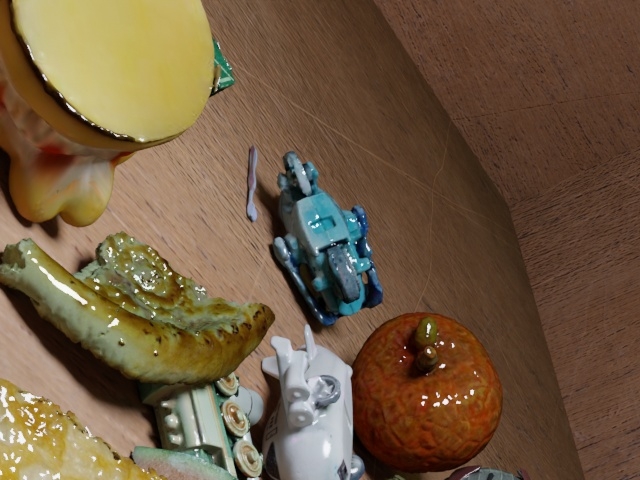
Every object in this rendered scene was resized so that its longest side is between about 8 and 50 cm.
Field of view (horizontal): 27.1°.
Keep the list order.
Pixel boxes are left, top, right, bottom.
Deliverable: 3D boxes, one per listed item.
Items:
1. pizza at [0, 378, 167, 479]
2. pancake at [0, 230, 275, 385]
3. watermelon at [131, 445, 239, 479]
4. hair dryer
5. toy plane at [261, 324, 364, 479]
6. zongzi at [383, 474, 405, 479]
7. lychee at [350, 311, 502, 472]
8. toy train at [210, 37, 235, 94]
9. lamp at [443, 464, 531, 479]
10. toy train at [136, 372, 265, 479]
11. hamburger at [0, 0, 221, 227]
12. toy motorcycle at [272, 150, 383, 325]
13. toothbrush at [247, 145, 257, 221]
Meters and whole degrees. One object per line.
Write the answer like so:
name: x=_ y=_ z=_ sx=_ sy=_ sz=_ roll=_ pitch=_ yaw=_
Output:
pizza: x=-0.179 y=0.344 z=1.079 sx=0.435 sy=0.080 sz=0.392 roll=40 pitch=32 yaw=-36
pancake: x=-0.181 y=0.061 z=1.419 sx=0.376 sy=0.054 sz=0.197 roll=15 pitch=39 yaw=-52
watermelon: x=-0.120 y=0.275 z=1.347 sx=0.080 sy=0.155 sz=0.101 roll=-63 pitch=148 yaw=-56
hair dryer: x=-0.098 y=0.238 z=1.582 sx=0.082 sy=0.047 sz=0.137 roll=29 pitch=46 yaw=-61
toy plane: x=-0.015 y=0.229 z=1.701 sx=0.267 sy=0.122 sz=0.267 roll=-12 pitch=90 yaw=-84
zongzi: x=0.095 y=0.439 z=1.743 sx=0.221 sy=0.112 sz=0.242 roll=66 pitch=18 yaw=2
lychee: x=0.153 y=0.230 z=2.007 sx=0.300 sy=0.255 sz=0.255 roll=67 pitch=9 yaw=-47
toy train: x=-0.223 y=-0.292 z=1.846 sx=0.269 sy=0.115 sz=0.154 roll=62 pitch=22 yaw=-3
lamp: x=0.237 y=0.453 z=1.968 sx=0.233 sy=0.233 sz=0.265 roll=56 pitch=33 yaw=-25
toy train: x=-0.136 y=0.201 z=1.461 sx=0.125 sy=0.080 sz=0.194 roll=26 pitch=39 yaw=-51
hamburger: x=-0.254 y=-0.176 z=1.412 sx=0.261 sy=0.186 sz=0.303 roll=-4 pitch=72 yaw=-45
toy motorcycle: x=0.000 y=0.000 z=2.070 sx=0.206 sy=0.154 sz=0.260 roll=87 pitch=-21 yaw=-71
toothbrush: x=-0.106 y=-0.093 z=2.078 sx=0.193 sy=0.013 sz=0.019 roll=-93 pitch=159 yaw=-52
